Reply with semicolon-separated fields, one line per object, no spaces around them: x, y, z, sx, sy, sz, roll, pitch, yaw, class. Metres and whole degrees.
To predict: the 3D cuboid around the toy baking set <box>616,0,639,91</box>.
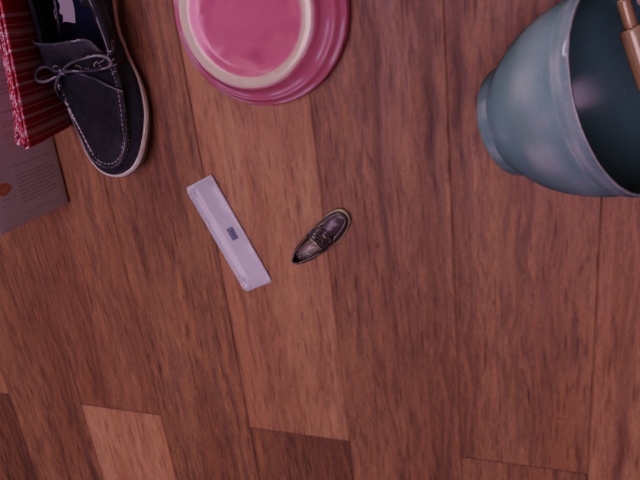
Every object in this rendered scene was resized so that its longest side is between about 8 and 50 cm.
0.466;-0.292;0.894;0.030;0.197;0.256;-9;114;53;toy baking set

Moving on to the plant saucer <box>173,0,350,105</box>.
-0.116;-0.394;1.123;0.332;0.084;0.332;8;115;17;plant saucer

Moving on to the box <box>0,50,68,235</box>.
-0.694;-0.208;1.349;0.168;0.215;0.345;3;113;20;box

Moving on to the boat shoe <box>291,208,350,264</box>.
0.000;0.000;1.271;0.056;0.049;0.152;43;120;-1;boat shoe

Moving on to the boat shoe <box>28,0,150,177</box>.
-0.451;-0.352;1.230;0.187;0.156;0.500;4;115;18;boat shoe

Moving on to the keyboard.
-0.191;-0.011;1.363;0.072;0.014;0.256;-24;103;23;keyboard

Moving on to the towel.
-0.552;-0.333;1.252;0.031;0.199;0.275;1;113;4;towel

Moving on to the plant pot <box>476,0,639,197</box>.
0.354;-0.194;0.942;0.196;0.293;0.293;-8;112;52;plant pot
